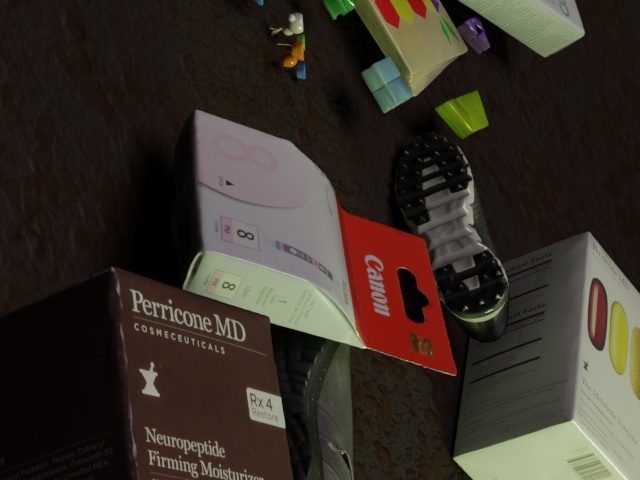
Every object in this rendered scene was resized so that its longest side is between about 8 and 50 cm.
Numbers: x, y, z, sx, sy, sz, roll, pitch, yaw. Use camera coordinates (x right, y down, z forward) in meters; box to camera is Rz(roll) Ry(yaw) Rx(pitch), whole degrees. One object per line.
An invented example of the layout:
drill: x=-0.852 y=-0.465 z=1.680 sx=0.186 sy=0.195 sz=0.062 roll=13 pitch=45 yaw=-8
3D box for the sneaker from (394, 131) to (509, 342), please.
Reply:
sneaker: x=0.129 y=0.004 z=1.840 sx=0.106 sy=0.078 sz=0.234 roll=68 pitch=4 yaw=-53

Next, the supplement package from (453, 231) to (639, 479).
supplement package: x=0.230 y=0.136 z=1.846 sx=0.139 sy=0.134 sz=0.244 roll=47 pitch=37 yaw=-31

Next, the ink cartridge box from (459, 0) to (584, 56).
ink cartridge box: x=0.143 y=-0.397 z=2.092 sx=0.330 sy=0.071 sz=0.324 roll=25 pitch=44 yaw=-46

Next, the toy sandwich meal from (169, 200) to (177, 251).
toy sandwich meal: x=-0.089 y=-0.008 z=1.552 sx=0.085 sy=0.029 sz=0.085 roll=35 pitch=44 yaw=-42

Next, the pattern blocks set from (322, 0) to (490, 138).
pattern blocks set: x=0.083 y=-0.230 z=1.926 sx=0.325 sy=0.026 sz=0.285 roll=-12 pitch=74 yaw=-62

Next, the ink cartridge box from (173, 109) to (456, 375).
ink cartridge box: x=0.000 y=0.000 z=1.497 sx=0.232 sy=0.066 sz=0.189 roll=14 pitch=34 yaw=-16

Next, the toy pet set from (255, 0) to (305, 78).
toy pet set: x=-0.049 y=-0.225 z=1.745 sx=0.114 sy=0.065 sz=0.122 roll=84 pitch=4 yaw=-64

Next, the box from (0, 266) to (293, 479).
box: x=-0.132 y=0.152 z=1.252 sx=0.168 sy=0.167 sz=0.203 roll=20 pitch=54 yaw=-50

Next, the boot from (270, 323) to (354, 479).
boot: x=-0.013 y=0.194 z=1.482 sx=0.338 sy=0.118 sz=0.222 roll=-77 pitch=150 yaw=-57
